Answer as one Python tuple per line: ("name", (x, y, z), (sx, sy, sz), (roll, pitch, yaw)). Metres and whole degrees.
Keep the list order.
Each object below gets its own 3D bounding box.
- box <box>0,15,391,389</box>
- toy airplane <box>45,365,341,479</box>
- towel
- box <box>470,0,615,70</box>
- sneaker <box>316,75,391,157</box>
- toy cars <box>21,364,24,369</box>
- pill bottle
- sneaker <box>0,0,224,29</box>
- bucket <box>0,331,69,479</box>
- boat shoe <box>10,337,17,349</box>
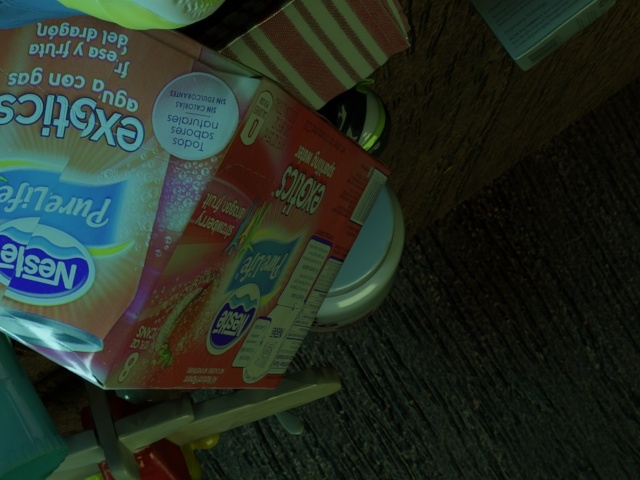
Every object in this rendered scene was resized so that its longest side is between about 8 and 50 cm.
("box", (-0.082, -0.019, 0.801), (0.154, 0.142, 0.300), (-63, 166, 2))
("toy airplane", (-0.220, 0.240, 1.888), (0.386, 0.272, 0.384), (14, 130, -31))
("towel", (-0.039, -0.111, 1.021), (0.197, 0.029, 0.144), (-34, 156, 6))
("box", (0.179, -0.207, 1.302), (0.102, 0.087, 0.101), (-38, 173, 10))
("sneaker", (-0.051, -0.066, 1.297), (0.234, 0.084, 0.097), (-38, 149, 10))
("toy cars", (-0.394, 0.210, 1.388), (0.394, 0.087, 0.176), (-47, 179, 42))
("pill bottle", (0.000, 0.000, 1.529), (0.160, 0.160, 0.283), (-35, 172, -4))
("sneaker", (-0.082, -0.140, 0.635), (0.126, 0.091, 0.240), (-3, -164, 13))
("bucket", (-0.277, 0.103, 0.804), (0.281, 0.183, 0.281), (-35, 173, -5))
("boat shoe", (-0.271, 0.093, 1.119), (0.324, 0.097, 0.116), (-41, 171, 37))
